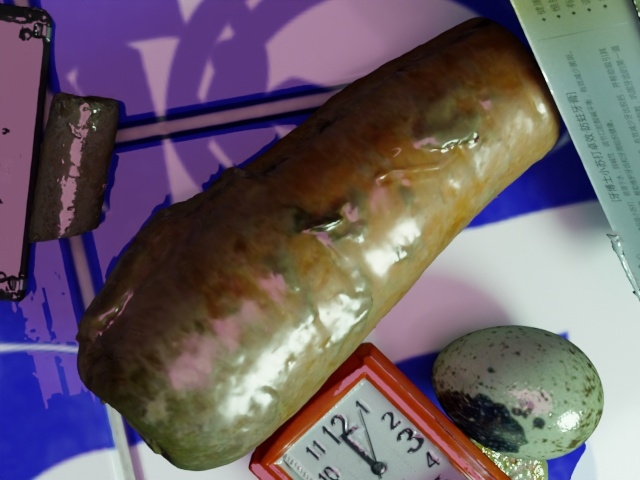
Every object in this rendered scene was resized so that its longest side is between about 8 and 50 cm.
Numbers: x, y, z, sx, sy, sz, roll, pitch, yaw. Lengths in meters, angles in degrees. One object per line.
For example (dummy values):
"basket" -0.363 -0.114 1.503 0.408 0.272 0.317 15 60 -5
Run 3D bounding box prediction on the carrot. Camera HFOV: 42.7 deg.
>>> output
"carrot" 0.000 0.000 0.475 0.302 0.139 0.138 -37 101 -13

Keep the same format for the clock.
"clock" 0.044 0.150 0.526 0.155 0.061 0.113 45 103 -3

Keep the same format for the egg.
"egg" 0.126 0.096 0.526 0.110 0.085 0.085 14 95 -8

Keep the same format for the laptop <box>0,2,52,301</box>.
"laptop" -0.234 -0.057 0.489 0.129 0.016 0.180 6 95 -10

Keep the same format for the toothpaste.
"toothpaste" 0.177 -0.085 0.453 0.312 0.071 0.089 54 50 -32

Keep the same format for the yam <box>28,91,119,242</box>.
"yam" -0.147 -0.041 0.490 0.043 0.043 0.094 9 96 -10

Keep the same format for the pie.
"pie" 0.120 0.166 0.568 0.085 0.017 0.085 -1 96 -6
